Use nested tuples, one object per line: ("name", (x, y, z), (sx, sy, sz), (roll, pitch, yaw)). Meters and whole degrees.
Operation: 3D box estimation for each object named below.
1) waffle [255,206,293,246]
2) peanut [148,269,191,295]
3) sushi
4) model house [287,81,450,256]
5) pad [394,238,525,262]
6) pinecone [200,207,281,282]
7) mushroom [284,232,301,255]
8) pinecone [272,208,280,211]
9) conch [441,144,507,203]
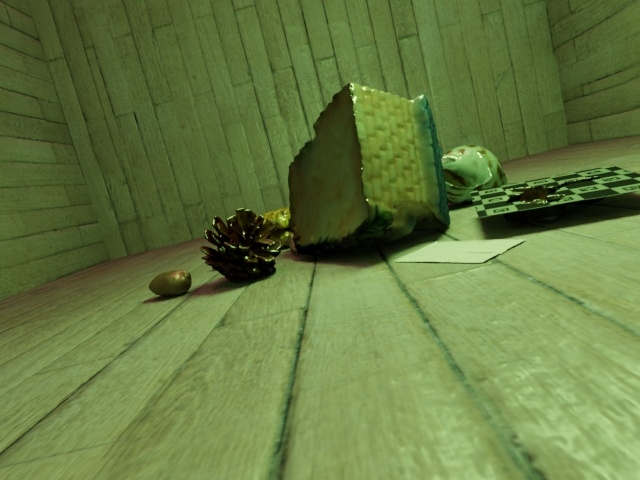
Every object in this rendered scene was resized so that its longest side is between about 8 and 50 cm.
("waffle", (-0.137, -0.059, 1.710), (0.260, 0.151, 0.324), (-17, 4, -31))
("peanut", (-0.429, 0.123, 1.215), (0.151, 0.076, 0.076), (-16, 6, 29))
("sushi", (0.556, -0.094, 1.017), (0.358, 0.064, 0.343), (-10, 13, 19))
("model house", (0.166, -0.149, 1.234), (0.399, 0.396, 0.445), (-1, -17, -28))
("pad", (0.286, 0.021, 0.890), (0.156, 0.004, 0.231), (-19, 9, -34))
("pinecone", (-0.214, 0.014, 1.171), (0.228, 0.202, 0.202), (16, 35, 22))
("mushroom", (-0.080, 0.014, 1.427), (0.059, 0.054, 0.202), (-51, 17, 2))
("pinecone", (-0.190, -0.077, 2.031), (0.140, 0.140, 0.121), (-18, 41, -25))
("conch", (0.547, -0.233, 1.569), (0.367, 0.197, 0.250), (-11, 44, -5))
